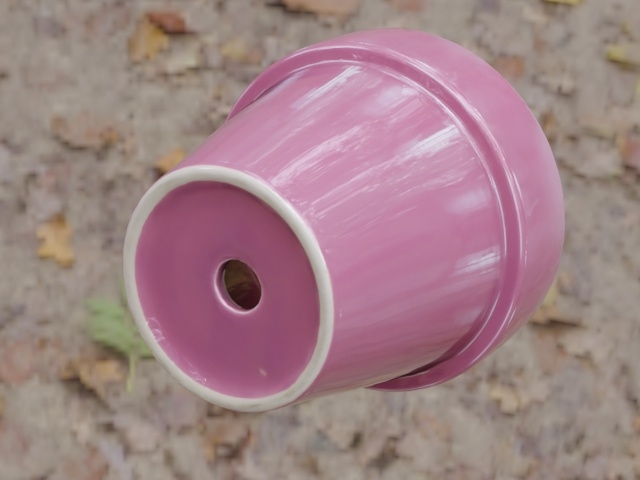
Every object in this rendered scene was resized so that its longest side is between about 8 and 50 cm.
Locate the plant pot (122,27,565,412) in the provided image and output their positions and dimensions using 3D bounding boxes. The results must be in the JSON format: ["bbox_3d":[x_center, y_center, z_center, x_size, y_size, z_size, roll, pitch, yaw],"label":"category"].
[{"bbox_3d":[0.000,0.000,1.005,0.201,0.201,0.180,30,30,23],"label":"plant pot"}]
